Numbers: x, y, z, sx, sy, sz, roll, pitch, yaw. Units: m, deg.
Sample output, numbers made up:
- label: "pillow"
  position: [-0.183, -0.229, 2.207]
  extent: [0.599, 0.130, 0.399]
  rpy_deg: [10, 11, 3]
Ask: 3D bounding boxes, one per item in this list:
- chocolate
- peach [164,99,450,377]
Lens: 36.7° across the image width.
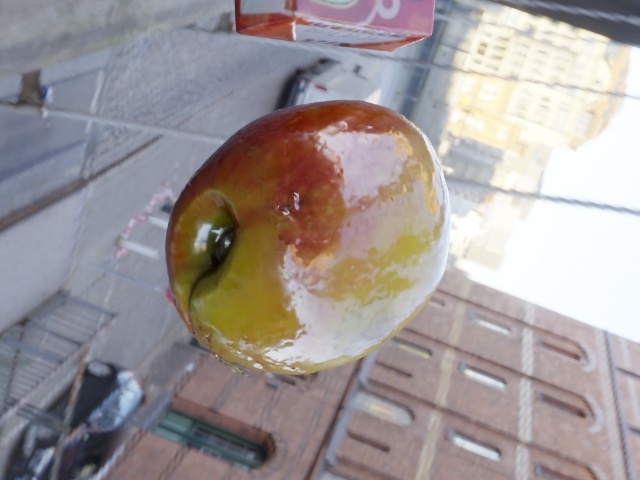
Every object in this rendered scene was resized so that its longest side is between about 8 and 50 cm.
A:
- label: "chocolate"
  position: [0.028, -0.341, 1.081]
  extent: [0.235, 0.108, 0.237]
  rpy_deg: [-1, 96, -37]
- label: "peach"
  position: [-0.002, 0.000, 1.149]
  extent: [0.373, 0.290, 0.372]
  rpy_deg: [-25, 124, -43]
